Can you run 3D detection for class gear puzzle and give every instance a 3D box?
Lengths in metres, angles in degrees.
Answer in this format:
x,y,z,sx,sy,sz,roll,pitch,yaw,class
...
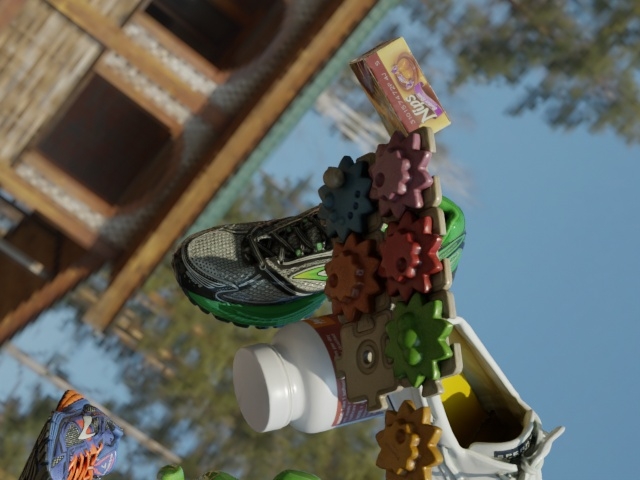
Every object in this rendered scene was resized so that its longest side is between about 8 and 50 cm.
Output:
x,y,z,sx,sy,sz,roll,pitch,yaw,class
0.055,0.071,1.345,0.175,0.044,0.339,-23,-112,48,gear puzzle

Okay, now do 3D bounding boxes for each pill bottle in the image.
x,y,z,sx,sy,sz,roll,pitch,yaw,class
0.021,0.137,1.539,0.121,0.216,0.121,31,-53,55,pill bottle

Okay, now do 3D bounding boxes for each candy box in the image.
x,y,z,sx,sy,sz,roll,pitch,yaw,class
0.086,-0.166,1.598,0.053,0.109,0.186,-30,-173,1,candy box

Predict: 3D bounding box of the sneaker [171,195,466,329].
x,y,z,sx,sy,sz,roll,pitch,yaw,class
0.000,0.000,1.612,0.146,0.343,0.134,105,-28,-53,sneaker

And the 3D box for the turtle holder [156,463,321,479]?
x,y,z,sx,sy,sz,roll,pitch,yaw,class
-0.119,0.396,1.730,0.320,0.243,0.227,18,-78,38,turtle holder

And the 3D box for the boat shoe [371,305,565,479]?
x,y,z,sx,sy,sz,roll,pitch,yaw,class
0.179,0.205,1.472,0.136,0.367,0.156,-44,-149,-27,boat shoe

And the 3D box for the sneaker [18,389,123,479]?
x,y,z,sx,sy,sz,roll,pitch,yaw,class
-0.259,0.224,1.534,0.221,0.087,0.083,-78,-167,-75,sneaker
